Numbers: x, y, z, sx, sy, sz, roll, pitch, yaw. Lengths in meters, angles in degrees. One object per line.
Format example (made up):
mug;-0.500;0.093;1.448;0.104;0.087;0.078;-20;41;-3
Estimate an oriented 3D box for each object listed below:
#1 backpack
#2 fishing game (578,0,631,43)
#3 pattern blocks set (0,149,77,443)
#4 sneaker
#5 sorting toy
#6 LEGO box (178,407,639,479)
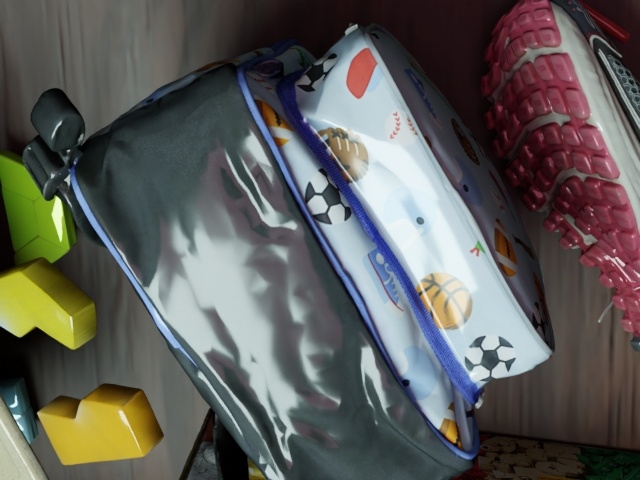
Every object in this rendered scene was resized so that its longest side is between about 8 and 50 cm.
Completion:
backpack;0.000;0.000;0.679;0.213;0.263;0.277;-25;101;5
fishing game;0.197;-0.262;0.713;0.189;0.041;0.264;34;107;1
pattern blocks set;-0.300;-0.009;0.812;0.285;0.026;0.325;2;106;8
sneaker;0.207;-0.025;0.746;0.112;0.121;0.299;-38;100;-18
sorting toy;-0.236;0.067;0.667;0.307;0.041;0.229;-13;106;36
LEGO box;0.073;0.391;0.810;0.372;0.193;0.500;7;105;2
